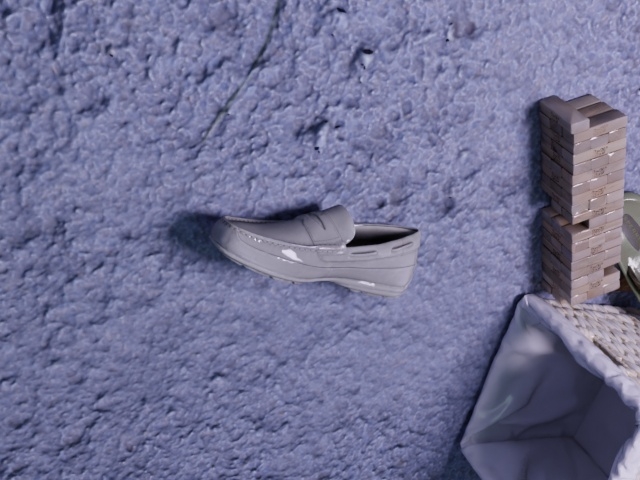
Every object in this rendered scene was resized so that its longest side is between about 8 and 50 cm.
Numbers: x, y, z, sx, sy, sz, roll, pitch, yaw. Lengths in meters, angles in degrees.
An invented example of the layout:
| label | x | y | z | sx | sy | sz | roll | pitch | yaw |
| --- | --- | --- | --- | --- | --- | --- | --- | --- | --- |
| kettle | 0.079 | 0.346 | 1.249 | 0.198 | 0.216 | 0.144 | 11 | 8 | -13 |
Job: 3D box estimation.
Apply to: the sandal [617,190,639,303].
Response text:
| label | x | y | z | sx | sy | sz | roll | pitch | yaw |
| --- | --- | --- | --- | --- | --- | --- | --- | --- | --- |
| sandal | 0.544 | 0.055 | 1.528 | 0.120 | 0.086 | 0.303 | -43 | 102 | 5 |

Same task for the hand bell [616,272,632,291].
| label | x | y | z | sx | sy | sz | roll | pitch | yaw |
| --- | --- | --- | --- | --- | --- | --- | --- | --- | --- |
| hand bell | 0.603 | 0.045 | 1.618 | 0.242 | 0.126 | 0.126 | -14 | 124 | 1 |

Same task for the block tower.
| label | x | y | z | sx | sy | sz | roll | pitch | yaw |
| --- | --- | --- | --- | --- | --- | --- | --- | --- | --- |
| block tower | 0.392 | -0.056 | 1.456 | 0.097 | 0.091 | 0.335 | -19 | 125 | -12 |

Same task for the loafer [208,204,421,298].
| label | x | y | z | sx | sy | sz | roll | pitch | yaw |
| --- | --- | --- | --- | --- | --- | --- | --- | --- | --- |
| loafer | 0.000 | 0.000 | 1.317 | 0.320 | 0.112 | 0.111 | 10 | 110 | -36 |

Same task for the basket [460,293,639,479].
| label | x | y | z | sx | sy | sz | roll | pitch | yaw |
| --- | --- | --- | --- | --- | --- | --- | --- | --- | --- |
| basket | 0.448 | 0.307 | 1.553 | 0.267 | 0.328 | 0.331 | 6 | 116 | -28 |
